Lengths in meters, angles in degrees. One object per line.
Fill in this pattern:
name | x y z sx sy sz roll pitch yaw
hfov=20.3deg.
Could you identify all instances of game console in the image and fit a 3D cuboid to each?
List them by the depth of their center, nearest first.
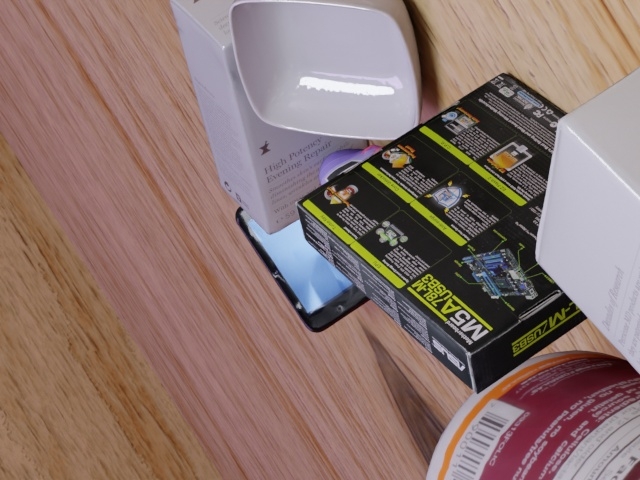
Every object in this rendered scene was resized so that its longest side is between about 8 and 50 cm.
game console | 0.000 0.000 1.654 0.144 0.085 0.124 56 163 2

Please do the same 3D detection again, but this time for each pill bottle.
pill bottle | 0.231 0.200 1.100 0.224 0.224 0.392 61 167 -13

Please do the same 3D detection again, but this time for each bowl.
bowl | 0.010 -0.143 1.348 0.142 0.053 0.142 7 140 18

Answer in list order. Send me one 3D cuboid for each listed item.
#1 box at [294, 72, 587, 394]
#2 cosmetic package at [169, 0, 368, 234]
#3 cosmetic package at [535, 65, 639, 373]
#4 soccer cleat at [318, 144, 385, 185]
box | 0.111 -0.012 1.158 0.191 0.184 0.045 41 158 40
cosmetic package | -0.037 -0.126 1.480 0.085 0.117 0.231 45 160 34
cosmetic package | 0.229 -0.001 0.911 0.183 0.151 0.151 50 162 25
soccer cleat | 0.077 -0.042 1.407 0.248 0.083 0.095 37 130 55
